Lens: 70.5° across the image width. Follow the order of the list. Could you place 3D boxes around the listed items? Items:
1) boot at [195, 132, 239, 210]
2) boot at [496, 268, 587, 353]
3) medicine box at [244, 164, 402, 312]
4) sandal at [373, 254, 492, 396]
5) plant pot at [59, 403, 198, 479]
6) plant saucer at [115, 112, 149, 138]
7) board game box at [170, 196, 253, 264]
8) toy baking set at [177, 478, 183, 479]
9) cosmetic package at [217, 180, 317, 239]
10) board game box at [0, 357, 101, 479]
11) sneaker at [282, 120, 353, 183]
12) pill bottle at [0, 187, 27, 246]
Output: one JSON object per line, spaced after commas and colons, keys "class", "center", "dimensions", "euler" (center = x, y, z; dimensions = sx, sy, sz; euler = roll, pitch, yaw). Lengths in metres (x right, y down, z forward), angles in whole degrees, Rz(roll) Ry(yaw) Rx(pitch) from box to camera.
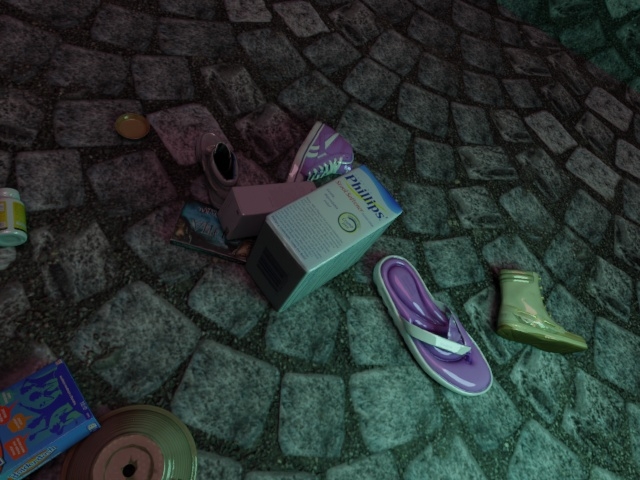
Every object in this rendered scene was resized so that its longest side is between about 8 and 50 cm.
{"class": "boot", "center": [-0.252, -0.208, 1.142], "dimensions": [0.095, 0.123, 0.258], "euler": [-7, 58, -26]}
{"class": "boot", "center": [0.613, 0.196, 1.262], "dimensions": [0.262, 0.095, 0.203], "euler": [16, 58, -6]}
{"class": "medicine box", "center": [0.000, 0.000, 1.049], "dimensions": [0.289, 0.263, 0.149], "euler": [-32, 78, -30]}
{"class": "sandal", "center": [0.281, 0.208, 1.132], "dimensions": [0.169, 0.102, 0.416], "euler": [-34, 78, -30]}
{"class": "plant pot", "center": [-0.339, 0.413, 0.808], "dimensions": [0.237, 0.110, 0.237], "euler": [8, 62, -15]}
{"class": "plant saucer", "center": [-0.489, -0.294, 1.181], "dimensions": [0.083, 0.015, 0.083], "euler": [8, 61, -15]}
{"class": "board game box", "center": [-0.257, -0.022, 1.112], "dimensions": [0.186, 0.026, 0.126], "euler": [17, 59, -10]}
{"class": "toy baking set", "center": [-0.249, 0.545, 0.757], "dimensions": [0.197, 0.030, 0.256], "euler": [36, 59, -38]}
{"class": "cosmetic package", "center": [-0.121, -0.077, 1.111], "dimensions": [0.231, 0.117, 0.085], "euler": [-8, 65, -37]}
{"class": "board game box", "center": [-0.524, 0.327, 0.791], "dimensions": [0.210, 0.047, 0.160], "euler": [-32, 53, -30]}
{"class": "sneaker", "center": [0.006, -0.208, 1.259], "dimensions": [0.161, 0.102, 0.282], "euler": [31, 58, -5]}
{"class": "pill bottle", "center": [-0.665, -0.051, 0.964], "dimensions": [0.065, 0.065, 0.116], "euler": [-9, 67, -23]}
